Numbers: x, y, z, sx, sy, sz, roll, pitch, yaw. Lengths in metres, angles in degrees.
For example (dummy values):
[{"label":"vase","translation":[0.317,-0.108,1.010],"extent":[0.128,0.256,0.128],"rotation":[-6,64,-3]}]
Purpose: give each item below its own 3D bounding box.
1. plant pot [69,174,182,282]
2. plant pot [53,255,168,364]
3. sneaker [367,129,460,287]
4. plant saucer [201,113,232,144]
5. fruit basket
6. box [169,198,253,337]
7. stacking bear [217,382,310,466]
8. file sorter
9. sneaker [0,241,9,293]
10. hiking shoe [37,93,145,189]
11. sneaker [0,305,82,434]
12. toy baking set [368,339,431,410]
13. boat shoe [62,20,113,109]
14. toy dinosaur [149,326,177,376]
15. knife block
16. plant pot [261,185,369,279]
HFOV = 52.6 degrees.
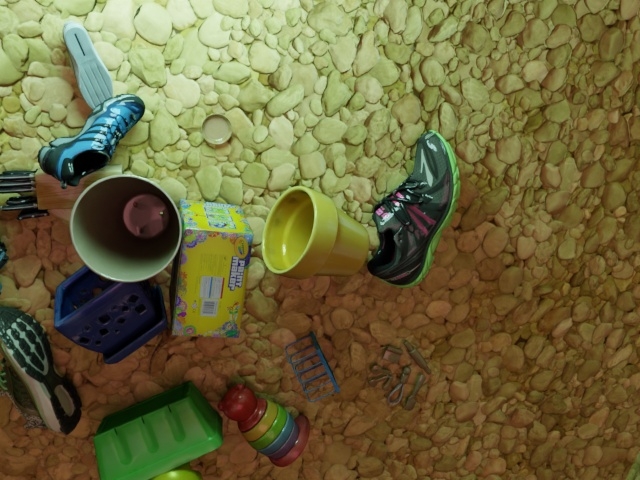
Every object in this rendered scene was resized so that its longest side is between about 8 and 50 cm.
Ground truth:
[{"label":"plant pot","translation":[-0.466,-0.045,1.648],"extent":[0.257,0.274,0.256],"rotation":[-1,98,-5]},{"label":"plant pot","translation":[-0.551,0.177,1.745],"extent":[0.236,0.236,0.212],"rotation":[-37,121,-1]},{"label":"sneaker","translation":[0.263,-0.085,1.893],"extent":[0.202,0.185,0.482],"rotation":[8,105,-22]},{"label":"plant saucer","translation":[-0.283,-0.304,1.760],"extent":[0.084,0.015,0.083],"rotation":[-5,109,-14]},{"label":"fruit basket","translation":[-0.448,0.654,1.899],"extent":[0.393,0.283,0.391],"rotation":[-1,95,-9]},{"label":"box","translation":[-0.303,0.068,1.741],"extent":[0.177,0.279,0.289],"rotation":[5,108,-17]},{"label":"stacking bear","translation":[-0.187,0.559,2.015],"extent":[0.175,0.164,0.289],"rotation":[-45,109,3]},{"label":"file sorter","translation":[-0.027,0.397,2.018],"extent":[0.105,0.118,0.170],"rotation":[-25,113,-3]},{"label":"sneaker","translation":[-0.870,-0.002,1.662],"extent":[0.140,0.125,0.340],"rotation":[9,115,-25]},{"label":"hiking shoe","translation":[-0.542,-0.242,1.614],"extent":[0.304,0.132,0.113],"rotation":[-45,152,-17]},{"label":"sneaker","translation":[-0.835,0.378,1.791],"extent":[0.182,0.158,0.410],"rotation":[-16,108,10]},{"label":"toy baking set","translation":[0.271,0.452,2.167],"extent":[0.197,0.030,0.256],"rotation":[-41,113,5]},{"label":"boat shoe","translation":[-0.574,-0.435,1.607],"extent":[0.083,0.076,0.226],"rotation":[-18,128,-17]},{"label":"toy dinosaur","translation":[-0.441,0.277,1.866],"extent":[0.211,0.112,0.064],"rotation":[-45,114,4]},{"label":"knife block","translation":[-0.680,-0.153,1.665],"extent":[0.275,0.088,0.242],"rotation":[-46,114,4]},{"label":"plant pot","translation":[0.000,0.000,1.830],"extent":[0.239,0.254,0.253],"rotation":[19,103,-35]}]
